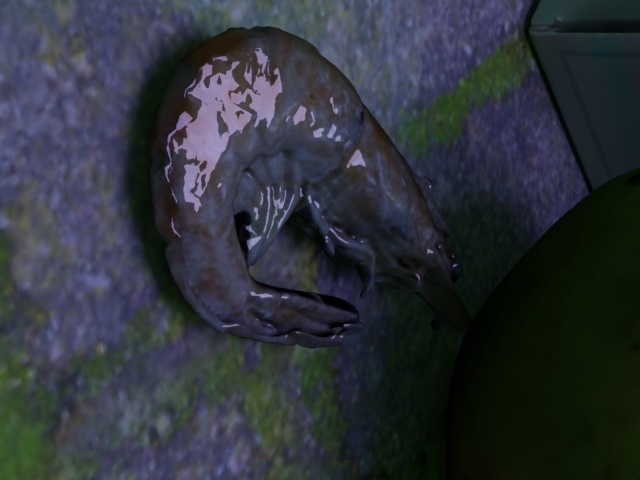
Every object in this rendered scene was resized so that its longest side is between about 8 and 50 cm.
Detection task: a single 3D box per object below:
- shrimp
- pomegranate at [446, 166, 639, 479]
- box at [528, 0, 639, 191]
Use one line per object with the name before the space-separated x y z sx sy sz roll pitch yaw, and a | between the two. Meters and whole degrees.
shrimp | 0.000 0.000 0.617 0.223 0.047 0.126 43 66 -42
pomegranate | 0.209 0.080 0.734 0.358 0.216 0.310 -26 137 -33
box | 0.234 -0.055 0.841 0.079 0.135 0.269 -58 135 -30
